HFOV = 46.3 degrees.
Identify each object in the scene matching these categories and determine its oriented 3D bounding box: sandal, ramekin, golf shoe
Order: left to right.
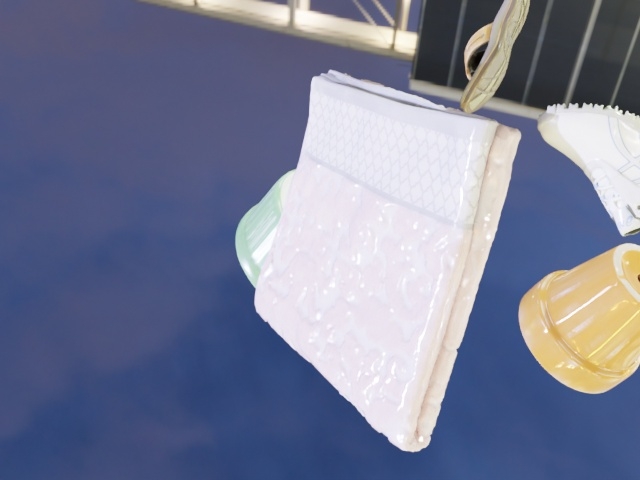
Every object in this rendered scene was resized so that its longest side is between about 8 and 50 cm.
[{"bbox_3d":[0.000,0.000,1.474,0.303,0.148,0.303,22,-138,-21],"label":"ramekin"},{"bbox_3d":[0.206,-0.239,0.920,0.049,0.072,0.180,20,-95,25],"label":"sandal"},{"bbox_3d":[0.255,-0.050,0.619,0.176,0.069,0.086,27,-102,8],"label":"golf shoe"}]

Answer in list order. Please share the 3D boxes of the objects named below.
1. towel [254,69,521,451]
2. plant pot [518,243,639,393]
[{"bbox_3d":[0.043,-0.002,0.781,0.053,0.317,0.332,7,-165,-31],"label":"towel"},{"bbox_3d":[0.454,0.108,1.184,0.205,0.188,0.205,15,-132,-18],"label":"plant pot"}]
